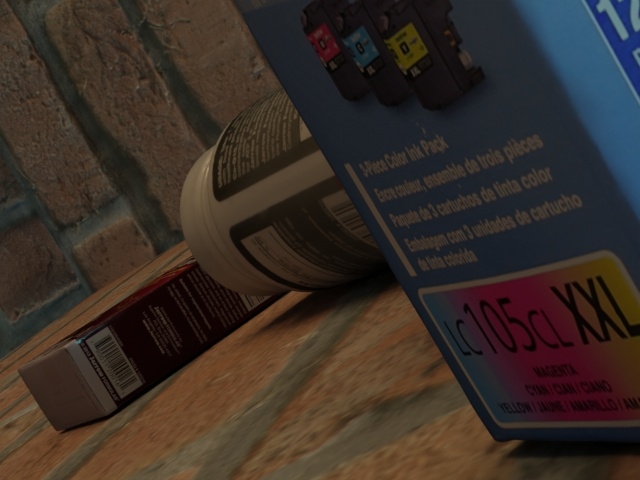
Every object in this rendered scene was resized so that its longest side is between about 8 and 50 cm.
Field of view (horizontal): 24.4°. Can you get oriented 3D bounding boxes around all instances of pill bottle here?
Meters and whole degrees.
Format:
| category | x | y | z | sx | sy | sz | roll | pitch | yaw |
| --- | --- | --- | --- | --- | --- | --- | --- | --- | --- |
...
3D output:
| category | x | y | z | sx | sy | sz | roll | pitch | yaw |
| --- | --- | --- | --- | --- | --- | --- | --- | --- | --- |
| pill bottle | 0.014 | -0.051 | 1.118 | 0.161 | 0.161 | 0.283 | -35 | 6 | -32 |

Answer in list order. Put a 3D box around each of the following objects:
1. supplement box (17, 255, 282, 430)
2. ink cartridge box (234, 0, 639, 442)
| category | x | y | z | sx | sy | sz | roll | pitch | yaw |
| --- | --- | --- | --- | --- | --- | --- | --- | --- | --- |
| supplement box | -0.142 | 0.073 | 1.340 | 0.239 | 0.073 | 0.130 | -34 | 5 | -33 |
| ink cartridge box | 0.085 | -0.166 | 0.495 | 0.270 | 0.395 | 0.151 | -34 | 6 | -27 |
